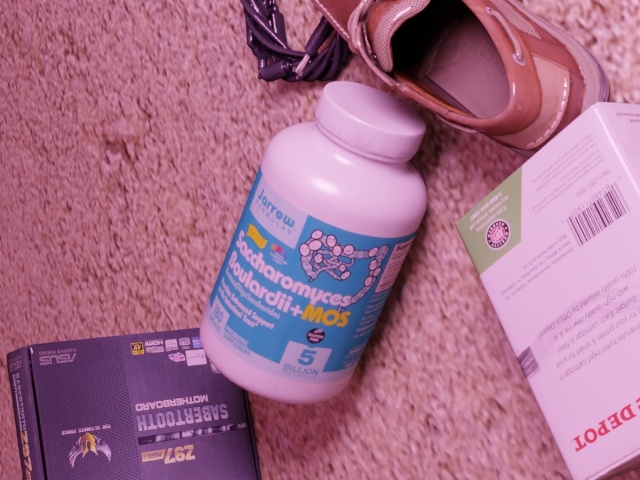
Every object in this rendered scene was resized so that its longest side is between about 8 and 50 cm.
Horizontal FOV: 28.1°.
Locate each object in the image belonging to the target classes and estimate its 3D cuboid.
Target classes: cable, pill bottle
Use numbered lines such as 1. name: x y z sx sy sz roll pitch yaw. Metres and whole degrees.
1. cable: -0.020 -0.241 1.196 0.150 0.047 0.184 1 91 49
2. pill bottle: 0.000 0.000 1.103 0.146 0.146 0.264 44 123 39

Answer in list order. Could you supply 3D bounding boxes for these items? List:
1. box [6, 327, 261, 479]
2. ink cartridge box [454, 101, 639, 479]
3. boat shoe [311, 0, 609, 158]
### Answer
1. box: -0.179 0.184 1.250 0.059 0.232 0.183 -22 74 54
2. ink cartridge box: 0.212 0.038 0.897 0.160 0.092 0.219 -43 60 42
3. boat shoe: 0.082 -0.175 1.012 0.324 0.116 0.123 38 114 39
